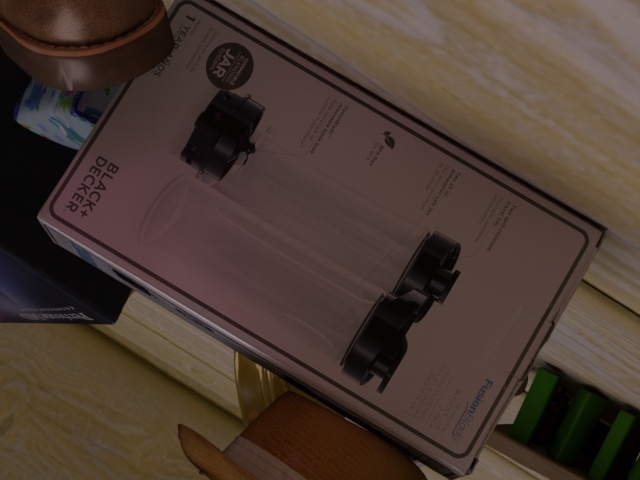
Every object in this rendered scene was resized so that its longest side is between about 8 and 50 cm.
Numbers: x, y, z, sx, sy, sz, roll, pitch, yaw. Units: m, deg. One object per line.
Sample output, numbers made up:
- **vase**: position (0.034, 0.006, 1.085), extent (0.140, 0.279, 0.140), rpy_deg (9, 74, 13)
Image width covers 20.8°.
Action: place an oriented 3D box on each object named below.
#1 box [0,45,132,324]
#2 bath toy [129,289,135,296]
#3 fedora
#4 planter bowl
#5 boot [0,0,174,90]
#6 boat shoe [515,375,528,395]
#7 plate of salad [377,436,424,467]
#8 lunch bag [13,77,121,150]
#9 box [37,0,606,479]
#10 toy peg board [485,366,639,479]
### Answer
- **box**: position (-0.313, -0.072, 1.405), extent (0.294, 0.183, 0.296), rpy_deg (36, 156, -33)
- **bath toy**: position (-0.322, 0.000, 2.099), extent (0.348, 0.129, 0.151), rpy_deg (12, 114, 56)
- **fedora**: position (0.007, 0.147, 1.033), extent (0.194, 0.079, 0.194), rpy_deg (36, 170, 7)
- **planter bowl**: position (-0.028, 0.196, 2.132), extent (0.090, 0.217, 0.217), rpy_deg (-13, 180, -19)
- **boot**: position (-0.194, -0.187, 0.994), extent (0.305, 0.112, 0.115), rpy_deg (27, 140, 44)
- **boat shoe**: position (0.114, 0.098, 1.500), extent (0.133, 0.049, 0.042), rpy_deg (29, 162, -13)
- **plate of salad**: position (0.071, 0.259, 2.161), extent (0.199, 0.048, 0.200), rpy_deg (-12, -178, 0)
- **lunch bag**: position (-0.112, -0.088, 1.173), extent (0.151, 0.096, 0.129), rpy_deg (20, 173, -28)
- **box**: position (0.000, 0.000, 1.037), extent (0.290, 0.169, 0.087), rpy_deg (29, 170, 4)
- **toy peg board**: position (0.238, 0.172, 1.482), extent (0.161, 0.079, 0.160), rpy_deg (28, -175, 20)
